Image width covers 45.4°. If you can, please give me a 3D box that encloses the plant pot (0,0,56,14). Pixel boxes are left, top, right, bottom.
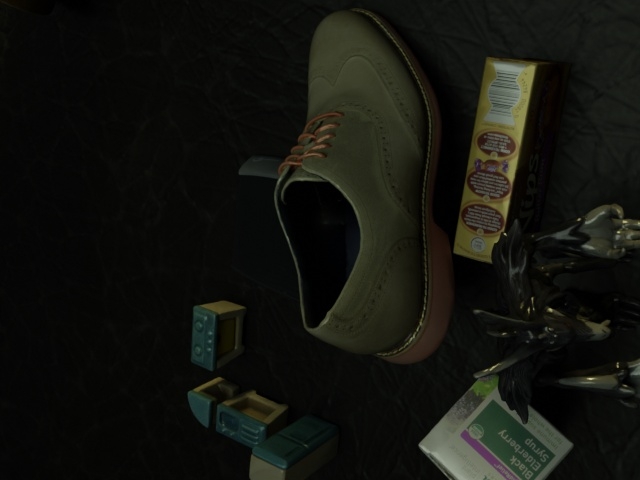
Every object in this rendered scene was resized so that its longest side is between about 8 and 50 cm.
[{"bbox_3d":[-0.398,-0.468,0.993,0.237,0.237,0.254,42,105,19],"label":"plant pot"}]

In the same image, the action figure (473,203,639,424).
[{"bbox_3d":[0.219,0.050,0.637,0.141,0.276,0.164,-6,97,31],"label":"action figure"}]

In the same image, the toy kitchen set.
[{"bbox_3d":[-0.088,0.187,0.972,0.207,0.122,0.166,16,109,30],"label":"toy kitchen set"}]

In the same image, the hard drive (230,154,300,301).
[{"bbox_3d":[0.000,0.000,0.910,0.255,0.054,0.172,18,110,30],"label":"hard drive"}]

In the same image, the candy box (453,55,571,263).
[{"bbox_3d":[0.184,-0.079,0.734,0.053,0.109,0.186,15,108,30],"label":"candy box"}]

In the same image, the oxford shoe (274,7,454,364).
[{"bbox_3d":[0.030,-0.081,0.753,0.140,0.147,0.396,-32,56,39],"label":"oxford shoe"}]

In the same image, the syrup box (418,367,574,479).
[{"bbox_3d":[0.163,0.201,0.730,0.093,0.237,0.096,42,83,20],"label":"syrup box"}]
